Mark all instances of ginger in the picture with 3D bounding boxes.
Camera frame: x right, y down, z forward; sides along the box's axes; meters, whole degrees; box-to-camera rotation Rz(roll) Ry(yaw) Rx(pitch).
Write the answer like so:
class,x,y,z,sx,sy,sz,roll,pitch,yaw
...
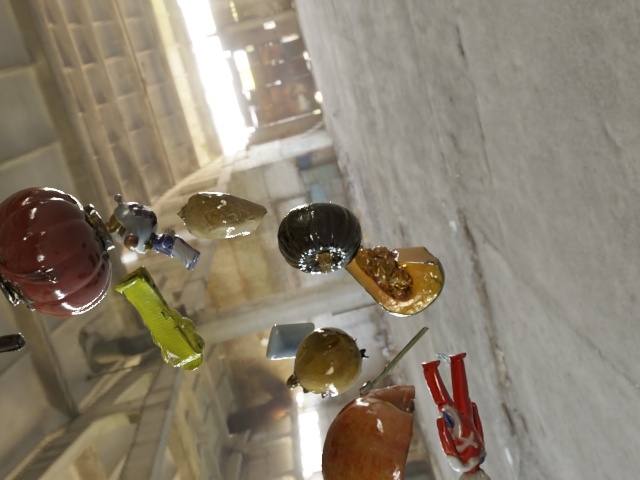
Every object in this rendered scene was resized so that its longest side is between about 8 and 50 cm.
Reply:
class,x,y,z,sx,sy,sz,roll,pitch,yaw
ginger,-0.290,-0.069,2.200,0.152,0.268,0.137,112,164,-82

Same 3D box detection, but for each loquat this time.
class,x,y,z,sx,sy,sz,roll,pitch,yaw
loquat,0.010,0.294,1.790,0.149,0.205,0.172,60,171,-31

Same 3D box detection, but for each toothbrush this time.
class,x,y,z,sx,sy,sz,roll,pitch,yaw
toothbrush,0.221,0.357,2.242,0.026,0.294,0.028,23,148,54

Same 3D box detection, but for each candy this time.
class,x,y,z,sx,sy,sz,roll,pitch,yaw
candy,-0.107,0.356,2.684,0.071,0.174,0.138,37,120,49

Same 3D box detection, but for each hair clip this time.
class,x,y,z,sx,sy,sz,roll,pitch,yaw
hair clip,-0.229,0.119,1.092,0.173,0.072,0.046,55,-160,-20

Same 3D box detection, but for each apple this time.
class,x,y,z,sx,sy,sz,roll,pitch,yaw
apple,0.089,0.408,1.494,0.293,0.163,0.251,-41,-39,-83

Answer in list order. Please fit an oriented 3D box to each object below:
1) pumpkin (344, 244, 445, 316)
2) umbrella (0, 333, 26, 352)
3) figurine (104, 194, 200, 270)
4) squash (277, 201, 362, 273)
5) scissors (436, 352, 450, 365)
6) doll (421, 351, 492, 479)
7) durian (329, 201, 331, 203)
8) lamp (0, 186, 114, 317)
class,x,y,z,sx,sy,sz,roll,pitch,yaw
pumpkin,0.183,0.060,1.891,0.280,0.190,0.139,49,-171,-14
umbrella,-0.814,0.249,1.714,0.118,0.340,0.118,-10,-90,-69
figurine,-0.461,-0.010,2.068,0.274,0.133,0.194,30,-172,22
squash,-0.001,-0.005,1.727,0.155,0.193,0.193,-84,-18,-54
scissors,0.371,0.356,2.213,0.083,0.036,0.006,47,-123,-26
doll,0.338,0.465,1.799,0.188,0.099,0.383,-6,-98,-50
durian,-0.023,-0.036,2.060,0.188,0.091,0.148,-56,5,31
lamp,-0.592,0.028,1.657,0.303,0.257,0.303,46,157,26
